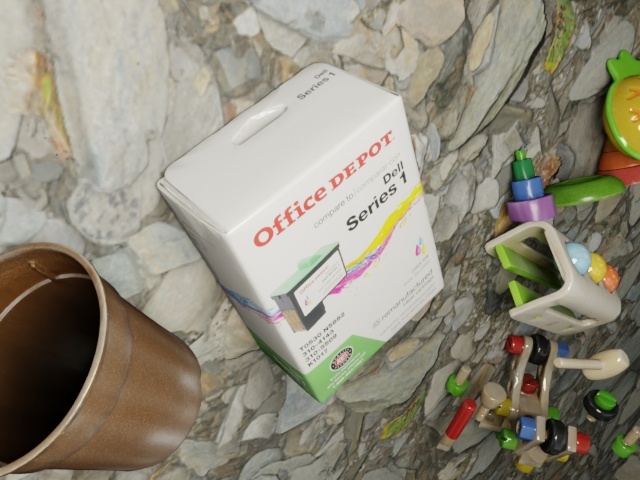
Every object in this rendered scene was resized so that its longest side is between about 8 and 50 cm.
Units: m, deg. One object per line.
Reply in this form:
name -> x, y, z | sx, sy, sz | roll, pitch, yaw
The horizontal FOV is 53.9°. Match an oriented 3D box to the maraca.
maraca -> 0.486, -0.204, 0.955 | 0.127, 0.099, 0.185 | 8, 72, -18

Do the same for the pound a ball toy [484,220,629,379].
pound a ball toy -> 0.415, 0.102, 1.014 | 0.136, 0.208, 0.319 | -30, 149, 30

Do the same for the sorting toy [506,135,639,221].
sorting toy -> 0.416, -0.128, 0.992 | 0.366, 0.127, 0.126 | -17, 98, -33

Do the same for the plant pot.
plant pot -> -0.188, 0.111, 0.499 | 0.167, 0.167, 0.165 | -50, 147, -7

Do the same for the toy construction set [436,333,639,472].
toy construction set -> 0.345, 0.335, 1.153 | 0.309, 0.257, 0.237 | -1, 132, -21

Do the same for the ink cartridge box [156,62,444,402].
ink cartridge box -> 0.000, 0.000, 0.630 | 0.201, 0.117, 0.278 | -40, 138, -17
